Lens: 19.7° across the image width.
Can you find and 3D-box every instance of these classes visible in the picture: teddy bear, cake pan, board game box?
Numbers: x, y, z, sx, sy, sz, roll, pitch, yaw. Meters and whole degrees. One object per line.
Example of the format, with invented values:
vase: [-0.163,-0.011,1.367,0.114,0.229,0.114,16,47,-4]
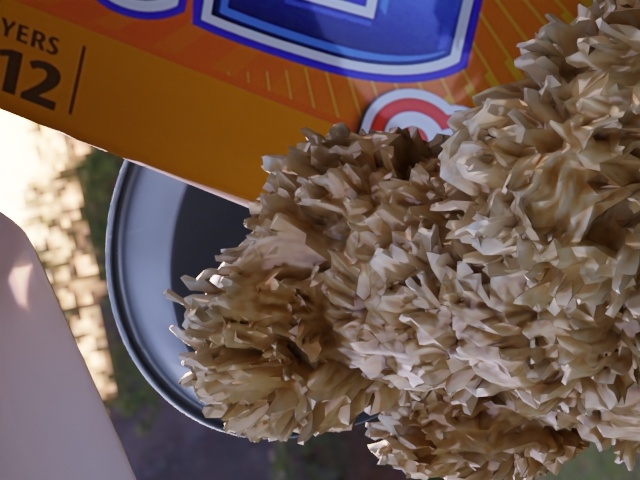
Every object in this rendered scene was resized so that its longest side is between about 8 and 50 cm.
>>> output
teddy bear: [0.122,0.000,0.446,0.245,0.338,0.113,47,-147,-54]
cake pan: [0.000,0.000,1.233,0.054,0.293,0.293,23,129,57]
board game box: [-0.004,-0.257,0.721,0.356,0.356,0.356,-54,-16,-61]

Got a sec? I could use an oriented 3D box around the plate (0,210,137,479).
plate: [-0.183,-0.001,0.586,0.278,0.045,0.277,38,-170,-32]
